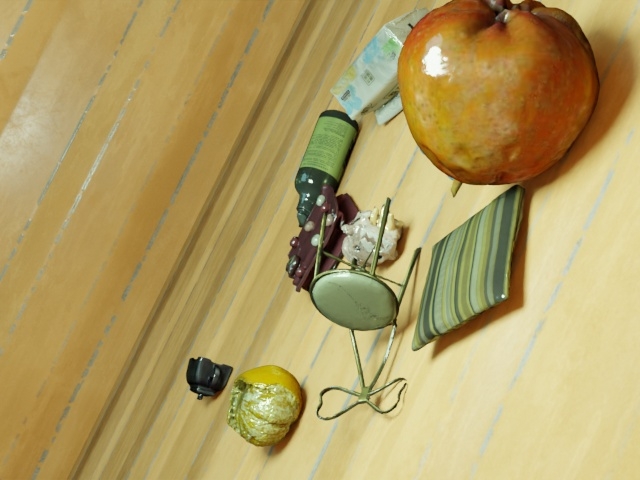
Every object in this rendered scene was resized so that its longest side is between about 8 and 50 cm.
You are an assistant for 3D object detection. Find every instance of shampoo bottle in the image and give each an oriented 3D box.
[{"bbox_3d":[0.001,-0.166,2.113,0.101,0.101,0.283,-25,42,63],"label":"shampoo bottle"}]

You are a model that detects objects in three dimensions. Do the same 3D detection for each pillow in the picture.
[{"bbox_3d":[0.212,0.042,1.298,0.212,0.052,0.208,-39,27,48],"label":"pillow"}]

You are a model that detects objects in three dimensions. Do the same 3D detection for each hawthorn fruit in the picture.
[{"bbox_3d":[0.239,-0.192,1.265,0.277,0.277,0.298,-100,21,-62],"label":"hawthorn fruit"}]

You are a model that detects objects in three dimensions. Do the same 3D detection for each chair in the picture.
[{"bbox_3d":[0.060,0.103,1.433,0.160,0.170,0.325,-10,42,29],"label":"chair"}]

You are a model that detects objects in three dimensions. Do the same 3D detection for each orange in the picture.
[{"bbox_3d":[-0.107,0.309,1.687,0.156,0.134,0.156,-159,90,-87],"label":"orange"}]

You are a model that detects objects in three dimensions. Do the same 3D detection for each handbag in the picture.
[{"bbox_3d":[-0.002,-0.002,1.933,0.216,0.074,0.203,-58,17,16],"label":"handbag"}]

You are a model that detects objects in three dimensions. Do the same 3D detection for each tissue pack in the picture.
[{"bbox_3d":[0.160,-0.359,1.928,0.159,0.145,0.229,-34,-5,-43],"label":"tissue pack"}]

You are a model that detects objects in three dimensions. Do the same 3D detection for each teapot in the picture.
[{"bbox_3d":[-0.283,0.344,2.209,0.177,0.087,0.096,-21,49,65],"label":"teapot"}]

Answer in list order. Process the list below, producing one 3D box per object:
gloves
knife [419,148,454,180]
[{"bbox_3d":[0.092,0.002,1.628,0.144,0.110,0.094,85,-166,-66],"label":"gloves"},{"bbox_3d":[0.220,-0.157,1.601,0.064,0.031,0.222,-54,23,15],"label":"knife"}]
